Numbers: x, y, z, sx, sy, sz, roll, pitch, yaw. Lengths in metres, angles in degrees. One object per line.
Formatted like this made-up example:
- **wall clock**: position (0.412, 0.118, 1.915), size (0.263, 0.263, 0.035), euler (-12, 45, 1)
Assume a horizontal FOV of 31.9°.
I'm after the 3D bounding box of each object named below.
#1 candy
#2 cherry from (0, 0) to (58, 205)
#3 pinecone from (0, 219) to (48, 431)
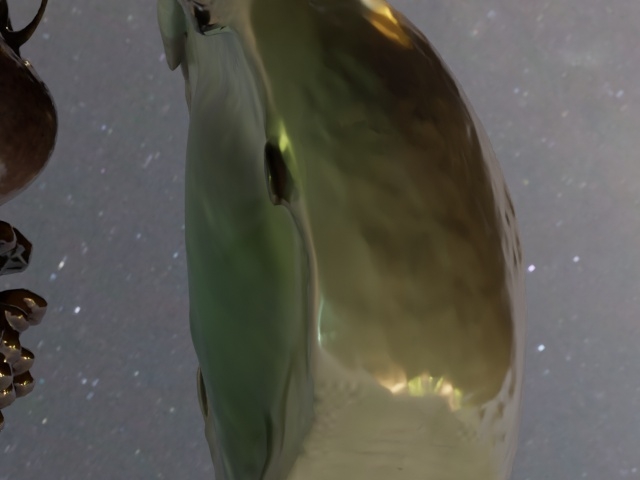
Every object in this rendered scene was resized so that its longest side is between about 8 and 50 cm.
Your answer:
- **candy**: position (0.000, 0.000, 0.679), size (0.186, 0.386, 0.427), euler (-11, -145, -13)
- **cherry**: position (-0.194, -0.090, 0.485), size (0.115, 0.148, 0.188), euler (-21, -96, -54)
- **pinecone**: position (-0.299, 0.013, 0.674), size (0.246, 0.246, 0.292), euler (-3, -125, -35)
